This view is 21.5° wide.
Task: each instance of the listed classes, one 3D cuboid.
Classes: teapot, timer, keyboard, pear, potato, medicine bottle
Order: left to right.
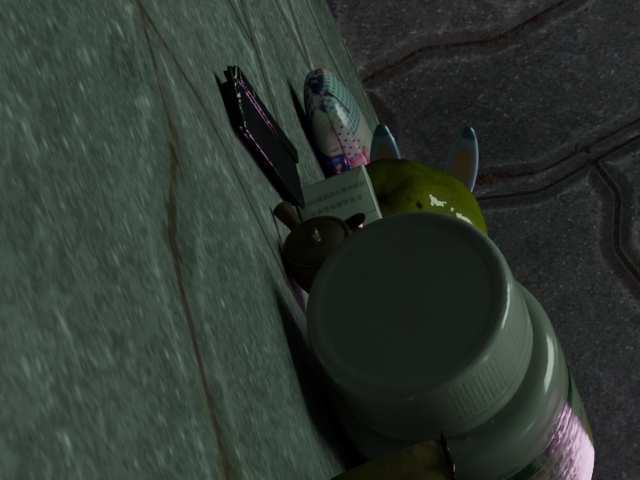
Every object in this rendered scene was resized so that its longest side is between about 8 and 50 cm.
[{"bbox_3d":[-0.055,-0.097,1.660,0.231,0.023,0.072,53,24,-68],"label":"keyboard"},{"bbox_3d":[0.000,0.000,1.576,0.110,0.085,0.080,47,-13,45],"label":"teapot"},{"bbox_3d":[0.063,0.227,1.252,0.243,0.098,0.138,70,4,-78],"label":"potato"},{"bbox_3d":[0.102,-0.006,1.967,0.198,0.198,0.198,-21,90,-84],"label":"pear"},{"bbox_3d":[0.127,-0.002,2.117,0.255,0.175,0.175,92,-12,-45],"label":"timer"},{"bbox_3d":[0.118,0.133,1.510,0.340,0.208,0.208,60,11,-55],"label":"medicine bottle"}]

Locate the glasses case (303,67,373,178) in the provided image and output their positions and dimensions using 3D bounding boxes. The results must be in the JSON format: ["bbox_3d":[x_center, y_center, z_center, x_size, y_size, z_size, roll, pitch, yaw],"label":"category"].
[{"bbox_3d":[0.050,-0.099,2.324,0.125,0.076,0.327,-104,171,-46],"label":"glasses case"}]

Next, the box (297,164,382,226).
[{"bbox_3d":[0.032,0.002,1.782,0.040,0.084,0.154,62,9,-60],"label":"box"}]
